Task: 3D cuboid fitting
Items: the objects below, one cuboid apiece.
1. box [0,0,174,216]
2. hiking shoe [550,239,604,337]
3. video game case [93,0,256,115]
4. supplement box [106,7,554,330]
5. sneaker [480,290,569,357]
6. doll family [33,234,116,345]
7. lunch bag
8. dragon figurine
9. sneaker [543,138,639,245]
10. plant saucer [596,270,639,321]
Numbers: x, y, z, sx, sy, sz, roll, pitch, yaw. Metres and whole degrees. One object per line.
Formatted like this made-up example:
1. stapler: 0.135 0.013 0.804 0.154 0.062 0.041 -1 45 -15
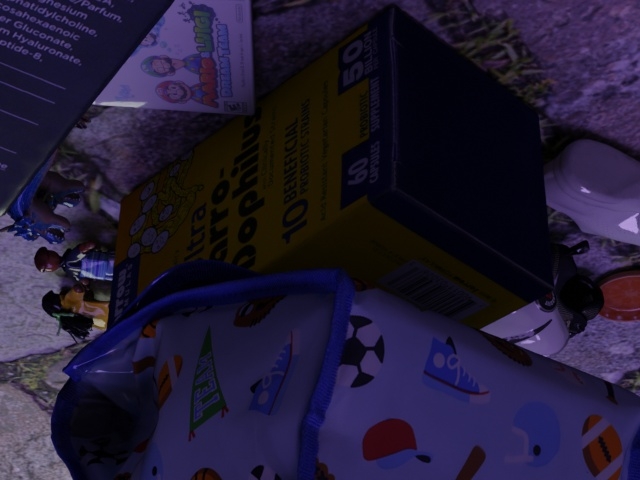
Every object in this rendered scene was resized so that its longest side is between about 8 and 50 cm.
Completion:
1. box: -0.187 -0.256 0.877 0.212 0.294 0.395 21 139 -25
2. hiking shoe: 0.227 0.084 1.494 0.114 0.086 0.227 -3 142 11
3. video game case: -0.125 -0.163 1.220 0.143 0.019 0.157 4 143 3
4. supplement box: 0.000 0.000 1.296 0.195 0.194 0.356 30 134 -33
5. sneaker: 0.092 0.102 1.429 0.330 0.122 0.146 -21 113 47
6. doll family: -0.224 0.045 1.469 0.111 0.076 0.193 10 137 -5
7. lunch bag: 0.009 0.163 1.149 0.327 0.239 0.385 24 160 -30
8. dragon figurine: -0.289 -0.099 1.229 0.289 0.085 0.144 30 117 -36
9. sneaker: 0.287 -0.025 1.372 0.212 0.080 0.094 25 149 -18
10. plant saucer: 0.315 0.055 1.514 0.083 0.013 0.083 1 143 1
